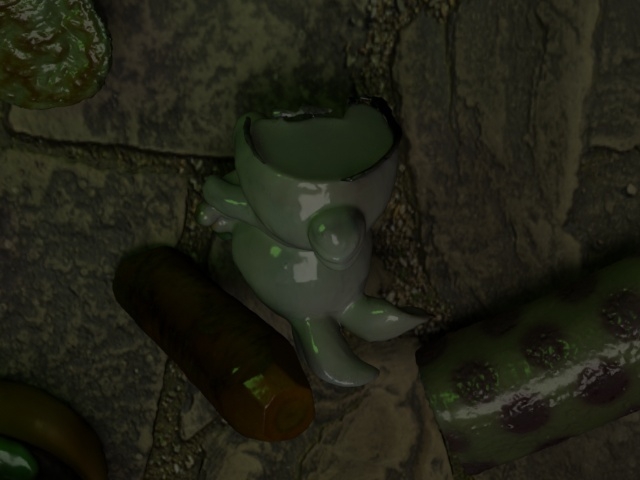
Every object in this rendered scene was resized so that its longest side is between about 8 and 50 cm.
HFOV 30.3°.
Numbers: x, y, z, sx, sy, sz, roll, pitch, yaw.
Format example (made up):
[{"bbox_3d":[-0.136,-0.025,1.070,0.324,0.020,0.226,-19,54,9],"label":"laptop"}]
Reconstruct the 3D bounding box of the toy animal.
[{"bbox_3d":[-0.001,-0.005,1.318,0.183,0.247,0.310,-29,143,-29],"label":"toy animal"}]

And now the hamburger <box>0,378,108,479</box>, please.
[{"bbox_3d":[-0.440,0.381,1.473,0.396,0.277,0.396,-3,124,-4],"label":"hamburger"}]

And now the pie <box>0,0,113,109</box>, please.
[{"bbox_3d":[-0.324,-0.244,1.198,0.201,0.090,0.248,-14,123,15],"label":"pie"}]

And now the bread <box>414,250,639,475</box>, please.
[{"bbox_3d":[0.302,0.161,1.489,0.338,0.155,0.187,-26,126,10],"label":"bread"}]

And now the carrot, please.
[{"bbox_3d":[-0.121,0.114,1.352,0.114,0.302,0.114,-25,134,-28],"label":"carrot"}]
